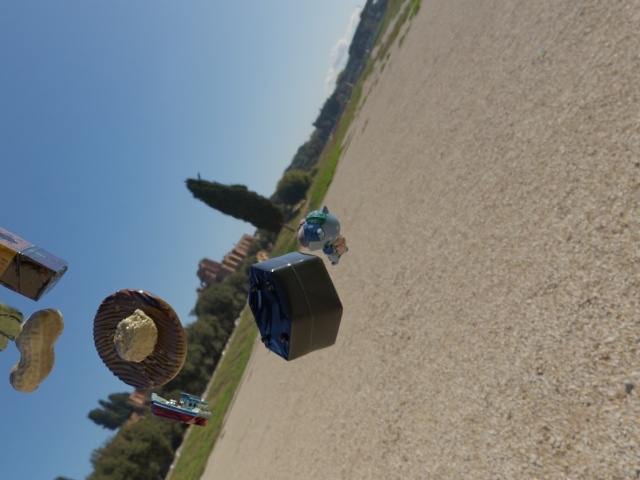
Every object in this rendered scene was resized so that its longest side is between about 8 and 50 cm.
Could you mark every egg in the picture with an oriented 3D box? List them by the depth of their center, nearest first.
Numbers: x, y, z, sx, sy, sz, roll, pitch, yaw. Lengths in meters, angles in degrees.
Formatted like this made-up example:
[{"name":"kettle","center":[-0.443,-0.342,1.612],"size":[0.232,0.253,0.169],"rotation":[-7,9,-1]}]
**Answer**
[{"name":"egg","center":[-0.517,0.270,1.412],"size":[0.118,0.116,0.140],"rotation":[74,-159,-63]}]

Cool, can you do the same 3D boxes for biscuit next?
[{"name":"biscuit","center":[-0.550,0.299,1.512],"size":[0.318,0.317,0.040],"rotation":[-65,-9,18]}]

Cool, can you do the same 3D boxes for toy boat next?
[{"name":"toy boat","center":[-0.313,0.365,1.103],"size":[0.069,0.172,0.059],"rotation":[42,-126,-52]}]

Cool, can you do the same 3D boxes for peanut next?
[{"name":"peanut","center":[-0.955,0.369,1.679],"size":[0.120,0.136,0.299],"rotation":[-156,80,-73]}]

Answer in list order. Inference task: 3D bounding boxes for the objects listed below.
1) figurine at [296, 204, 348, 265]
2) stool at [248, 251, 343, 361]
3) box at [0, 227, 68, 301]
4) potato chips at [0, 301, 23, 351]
[{"name":"figurine","center":[-0.002,-0.004,1.309],"size":[0.178,0.144,0.114],"rotation":[51,-129,-45]},{"name":"stool","center":[-0.063,0.141,1.104],"size":[0.232,0.141,0.232],"rotation":[37,135,50]},{"name":"box","center":[-1.016,0.030,1.553],"size":[0.116,0.415,0.264],"rotation":[-60,18,-8]},{"name":"potato chips","center":[-0.710,0.119,0.793],"size":[0.373,0.389,0.097],"rotation":[-7,69,36]}]
